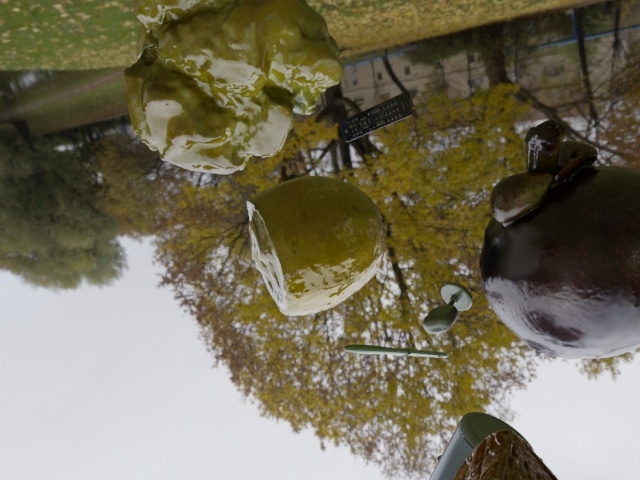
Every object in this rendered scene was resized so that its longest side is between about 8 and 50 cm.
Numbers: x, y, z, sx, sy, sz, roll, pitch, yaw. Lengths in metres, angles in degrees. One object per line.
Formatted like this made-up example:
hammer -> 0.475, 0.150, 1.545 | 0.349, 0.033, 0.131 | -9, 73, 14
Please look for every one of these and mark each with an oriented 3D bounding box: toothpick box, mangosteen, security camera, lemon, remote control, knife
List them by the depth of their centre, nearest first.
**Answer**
remote control -> 0.070, -0.154, 0.644 | 0.091, 0.034, 0.016 | -21, 180, 12
mangosteen -> 0.353, 0.017, 0.714 | 0.293, 0.297, 0.297 | 25, -159, -6
security camera -> 0.197, 0.113, 0.799 | 0.058, 0.058, 0.092 | 4, -144, 43
knife -> 0.177, 0.254, 1.158 | 0.293, 0.020, 0.043 | 9, 157, -26
lemon -> 0.000, 0.000, 1.266 | 0.364, 0.364, 0.364 | -14, -160, 5
toothpick box -> 0.455, 0.720, 1.538 | 0.263, 0.355, 0.263 | 20, -163, -6

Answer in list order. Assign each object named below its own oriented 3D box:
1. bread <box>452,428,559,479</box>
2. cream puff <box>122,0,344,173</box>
bread -> 0.261, 0.369, 0.693 | 0.143, 0.158, 0.149 | -52, 172, 30
cream puff -> -0.101, -0.151, 0.476 | 0.194, 0.195, 0.221 | -25, -164, -26
